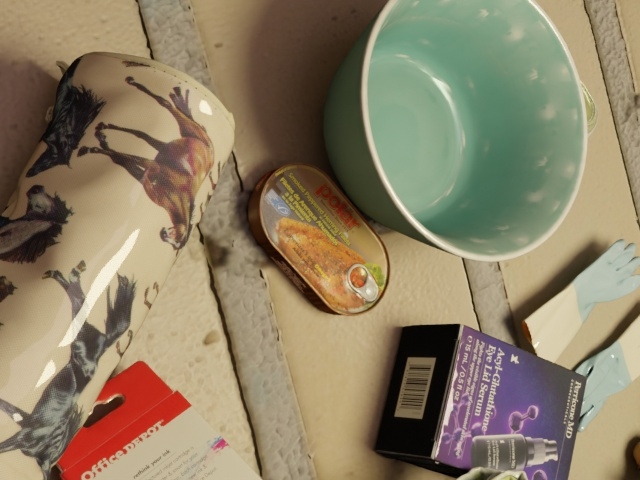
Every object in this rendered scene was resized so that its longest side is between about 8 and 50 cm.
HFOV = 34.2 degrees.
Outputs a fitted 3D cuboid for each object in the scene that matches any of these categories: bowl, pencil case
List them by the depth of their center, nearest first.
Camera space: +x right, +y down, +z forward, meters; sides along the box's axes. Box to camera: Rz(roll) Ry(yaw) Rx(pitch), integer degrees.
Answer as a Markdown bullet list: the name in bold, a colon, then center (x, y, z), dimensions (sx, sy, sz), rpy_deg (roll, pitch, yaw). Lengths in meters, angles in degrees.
- **pencil case**: center (-0.236, 0.035, 0.893), dimensions (0.410, 0.184, 0.160), rpy_deg (-64, 149, -20)
- **bowl**: center (0.126, -0.125, 1.141), dimensions (0.312, 0.163, 0.311), rpy_deg (4, 82, -33)

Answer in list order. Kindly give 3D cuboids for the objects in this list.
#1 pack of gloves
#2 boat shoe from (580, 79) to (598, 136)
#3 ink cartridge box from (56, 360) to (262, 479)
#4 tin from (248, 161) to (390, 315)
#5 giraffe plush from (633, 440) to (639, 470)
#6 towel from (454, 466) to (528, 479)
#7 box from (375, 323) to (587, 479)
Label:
- **pack of gloves**: center (0.352, 0.120, 1.349), dimensions (0.232, 0.046, 0.195), rpy_deg (-35, 115, -28)
- **boat shoe**: center (0.243, -0.208, 1.266), dimensions (0.302, 0.094, 0.109), rpy_deg (28, 71, -28)
- **ink cartridge box**: center (-0.140, 0.235, 0.944), dimensions (0.134, 0.078, 0.231), rpy_deg (-34, 65, -31)
- **tin**: center (0.000, 0.000, 1.123), dimensions (0.189, 0.040, 0.106), rpy_deg (49, 66, -19)
- **giraffe plush**: center (0.489, 0.286, 1.353), dimensions (0.170, 0.210, 0.181), rpy_deg (-35, 110, -1)
- **towel**: center (0.090, 0.436, 1.036), dimensions (0.321, 0.090, 0.374), rpy_deg (-17, 115, -37)
- **box**: center (0.185, 0.196, 1.181), dimensions (0.207, 0.108, 0.153), rpy_deg (22, 73, -29)
